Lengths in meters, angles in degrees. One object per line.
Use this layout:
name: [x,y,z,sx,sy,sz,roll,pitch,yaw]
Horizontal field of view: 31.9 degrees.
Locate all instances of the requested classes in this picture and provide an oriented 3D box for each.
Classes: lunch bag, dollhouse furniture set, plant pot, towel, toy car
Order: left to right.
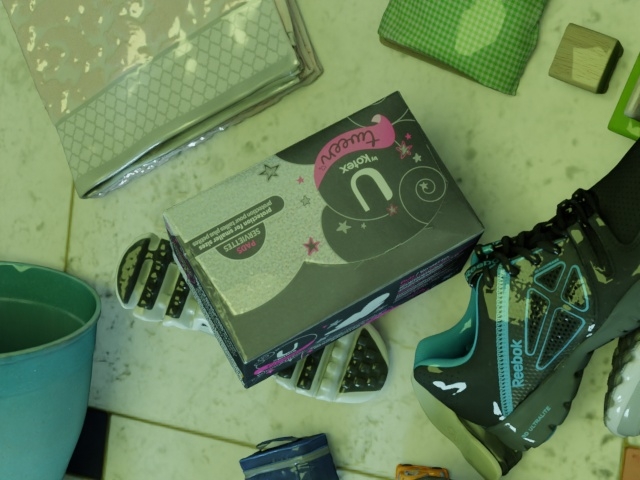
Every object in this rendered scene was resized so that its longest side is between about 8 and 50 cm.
plant pot: [-0.381,0.186,1.228,0.271,0.271,0.255,14,111,25]
towel: [-0.194,-0.249,1.237,0.331,0.053,0.317,-27,79,23]
lunch bag: [-0.035,0.235,1.155,0.098,0.067,0.065,-19,82,26]
toy car: [0.085,0.278,1.112,0.060,0.040,0.122,20,99,24]
dollhouse furniture set: [0.183,-0.231,1.000,0.301,0.151,0.198,26,101,23]

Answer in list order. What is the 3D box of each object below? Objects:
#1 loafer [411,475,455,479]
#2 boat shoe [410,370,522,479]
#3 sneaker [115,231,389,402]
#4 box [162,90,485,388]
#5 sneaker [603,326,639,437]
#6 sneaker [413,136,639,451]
loafer: [0.141,0.396,1.011,0.134,0.130,0.366,-26,82,47]
boat shoe: [0.139,0.173,1.086,0.133,0.042,0.049,48,151,21]
sneaker: [-0.063,0.076,1.152,0.292,0.118,0.110,26,86,4]
box: [0.000,0.000,1.036,0.247,0.142,0.163,-28,77,-11]
sneaker: [0.341,0.068,0.953,0.115,0.105,0.281,31,113,4]
sneaker: [0.207,0.030,0.968,0.139,0.125,0.341,28,110,-6]
